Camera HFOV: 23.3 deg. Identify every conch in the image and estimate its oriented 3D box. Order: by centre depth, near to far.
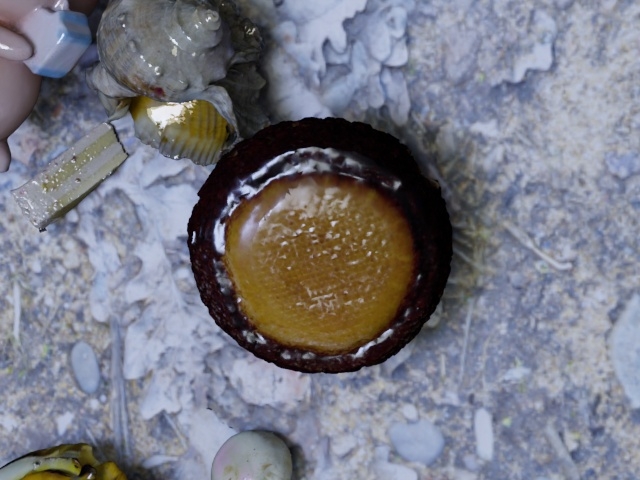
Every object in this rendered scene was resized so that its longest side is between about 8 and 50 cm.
[{"bbox_3d":[-0.136,-0.152,1.432,0.245,0.163,0.178,-28,90,53],"label":"conch"}]

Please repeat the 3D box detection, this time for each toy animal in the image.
[{"bbox_3d":[-0.303,-0.224,1.417,0.256,0.195,0.213,-48,67,13],"label":"toy animal"}]

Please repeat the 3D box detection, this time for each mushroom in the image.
[{"bbox_3d":[-0.066,0.224,1.504,0.084,0.067,0.083,-13,58,21],"label":"mushroom"}]

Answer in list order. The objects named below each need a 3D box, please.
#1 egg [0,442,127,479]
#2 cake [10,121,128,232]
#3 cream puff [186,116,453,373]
[{"bbox_3d":[-0.250,0.356,1.540,0.264,0.174,0.286,-19,65,23],"label":"egg"},{"bbox_3d":[-0.246,-0.063,1.530,0.121,0.065,0.052,-39,87,13],"label":"cake"},{"bbox_3d":[0.000,0.000,1.388,0.239,0.165,0.239,1,107,4],"label":"cream puff"}]
